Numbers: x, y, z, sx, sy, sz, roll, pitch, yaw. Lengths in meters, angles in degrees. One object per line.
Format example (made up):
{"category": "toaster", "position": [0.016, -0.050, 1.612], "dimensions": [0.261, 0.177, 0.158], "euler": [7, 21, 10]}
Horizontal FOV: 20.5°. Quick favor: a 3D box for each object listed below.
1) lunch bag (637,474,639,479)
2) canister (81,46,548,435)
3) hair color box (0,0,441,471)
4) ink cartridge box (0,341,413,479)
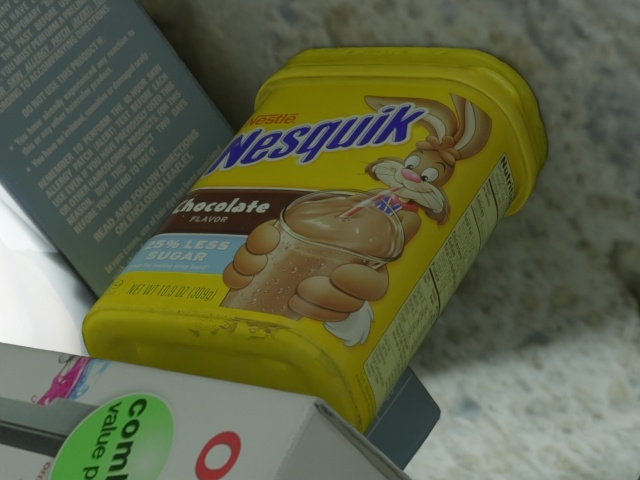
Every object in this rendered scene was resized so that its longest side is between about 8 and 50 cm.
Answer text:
{"category": "lunch bag", "position": [0.223, 0.151, 0.646], "dimensions": [0.256, 0.212, 0.305], "euler": [25, 140, 6]}
{"category": "canister", "position": [0.000, 0.000, 0.694], "dimensions": [0.126, 0.170, 0.073], "euler": [4, 130, 32]}
{"category": "hair color box", "position": [-0.131, -0.015, 0.804], "dimensions": [0.185, 0.113, 0.374], "euler": [-12, 120, 49]}
{"category": "ink cartridge box", "position": [-0.084, 0.170, 0.651], "dimensions": [0.270, 0.198, 0.197], "euler": [4, 148, 43]}
